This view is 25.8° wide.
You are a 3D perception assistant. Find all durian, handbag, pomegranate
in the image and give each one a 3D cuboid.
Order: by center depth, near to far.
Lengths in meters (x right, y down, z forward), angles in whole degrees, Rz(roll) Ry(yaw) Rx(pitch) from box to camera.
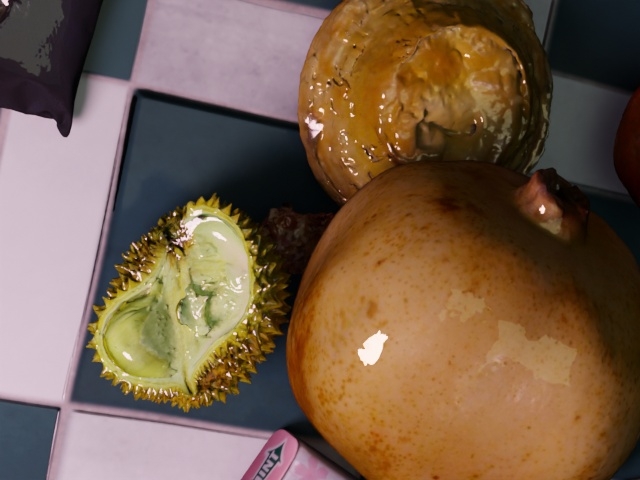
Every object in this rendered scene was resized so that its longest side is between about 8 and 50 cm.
[{"bbox_3d":[0.167,0.097,1.474,0.417,0.416,0.416,-2,97,-18],"label":"pomegranate"},{"bbox_3d":[-0.335,-0.258,1.489,0.211,0.089,0.254,15,96,-21],"label":"handbag"},{"bbox_3d":[-0.135,0.068,1.535,0.200,0.176,0.237,33,96,2],"label":"durian"}]

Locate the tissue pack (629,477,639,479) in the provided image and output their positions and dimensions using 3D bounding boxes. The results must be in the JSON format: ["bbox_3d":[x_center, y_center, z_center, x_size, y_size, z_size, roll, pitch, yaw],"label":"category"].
[{"bbox_3d":[0.393,0.370,1.815,0.148,0.060,0.108,-7,97,-18],"label":"tissue pack"}]

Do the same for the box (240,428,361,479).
[{"bbox_3d":[0.051,0.403,1.682,0.370,0.112,0.190,36,86,-18],"label":"box"}]

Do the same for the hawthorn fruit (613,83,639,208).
[{"bbox_3d":[0.452,-0.105,1.703,0.205,0.205,0.253,27,87,-19],"label":"hawthorn fruit"}]

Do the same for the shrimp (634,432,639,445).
[{"bbox_3d":[0.204,0.192,1.724,0.445,0.085,0.272,-1,91,-19],"label":"shrimp"}]

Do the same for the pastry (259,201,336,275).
[{"bbox_3d":[-0.001,0.003,1.645,0.169,0.063,0.087,11,99,-16],"label":"pastry"}]

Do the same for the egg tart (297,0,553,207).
[{"bbox_3d":[0.140,-0.164,1.636,0.341,0.129,0.341,-2,97,-20],"label":"egg tart"}]
